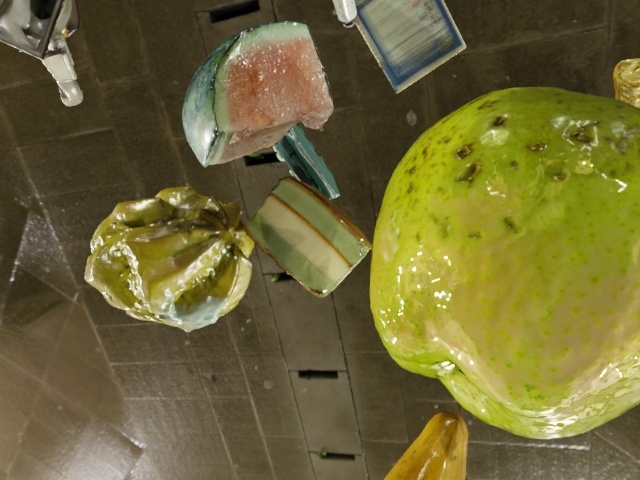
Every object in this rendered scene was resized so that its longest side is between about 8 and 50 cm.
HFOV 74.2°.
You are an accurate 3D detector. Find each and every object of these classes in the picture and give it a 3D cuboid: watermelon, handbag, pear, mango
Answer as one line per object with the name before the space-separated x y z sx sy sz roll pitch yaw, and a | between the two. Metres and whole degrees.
watermelon | -0.090 -0.246 0.699 0.226 0.318 0.148 29 141 -11
handbag | -0.055 -0.245 1.329 0.100 0.274 0.268 -34 118 11
pear | 0.237 0.031 0.500 0.391 0.391 0.390 5 113 12
mango | 0.158 0.422 0.684 0.120 0.177 0.295 37 75 26

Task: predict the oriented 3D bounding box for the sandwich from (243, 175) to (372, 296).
sandwich | 0.000 0.000 0.875 0.227 0.198 0.155 43 99 19

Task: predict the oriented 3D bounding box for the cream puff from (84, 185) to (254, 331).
cream puff | -0.305 0.011 0.949 0.378 0.378 0.275 31 129 0

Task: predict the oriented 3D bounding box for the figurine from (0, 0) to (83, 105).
figurine | -0.422 -0.341 0.590 0.143 0.308 0.308 -14 114 -23

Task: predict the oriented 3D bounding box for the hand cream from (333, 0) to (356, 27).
hand cream | 0.041 -0.535 0.886 0.067 0.194 0.042 -4 68 16

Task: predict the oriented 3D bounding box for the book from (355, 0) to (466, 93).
book | 0.223 -0.603 1.150 0.228 0.018 0.322 -31 109 13

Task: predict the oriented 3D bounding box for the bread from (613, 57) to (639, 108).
bread | 0.768 -0.305 1.029 0.368 0.084 0.077 32 92 -46
